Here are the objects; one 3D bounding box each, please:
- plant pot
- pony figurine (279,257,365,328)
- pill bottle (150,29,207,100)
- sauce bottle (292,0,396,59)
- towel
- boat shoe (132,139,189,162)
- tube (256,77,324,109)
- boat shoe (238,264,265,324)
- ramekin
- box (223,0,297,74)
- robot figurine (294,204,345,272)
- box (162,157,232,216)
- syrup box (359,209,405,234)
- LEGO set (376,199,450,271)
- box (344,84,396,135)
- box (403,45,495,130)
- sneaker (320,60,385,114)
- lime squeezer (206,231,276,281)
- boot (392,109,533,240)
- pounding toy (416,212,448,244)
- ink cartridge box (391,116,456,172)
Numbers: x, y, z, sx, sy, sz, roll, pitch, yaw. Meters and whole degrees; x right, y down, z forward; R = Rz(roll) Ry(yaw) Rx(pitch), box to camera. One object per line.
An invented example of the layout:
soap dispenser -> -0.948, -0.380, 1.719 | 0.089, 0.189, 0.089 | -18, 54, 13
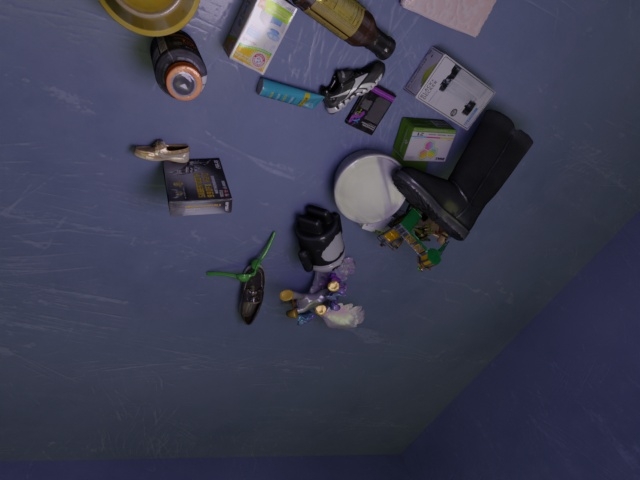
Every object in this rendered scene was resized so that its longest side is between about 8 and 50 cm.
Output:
plant pot -> -0.392, -0.596, 1.076 | 0.253, 0.239, 0.254 | -8, 116, -16
pony figurine -> 0.004, 0.231, 1.933 | 0.350, 0.303, 0.363 | -11, 173, -2
pill bottle -> -0.367, -0.450, 1.234 | 0.130, 0.246, 0.131 | -13, 132, -15
sauce bottle -> 0.079, -0.638, 1.377 | 0.344, 0.111, 0.111 | 21, 116, -37
towel -> 0.433, -0.821, 1.424 | 0.316, 0.053, 0.332 | 7, 124, -30
boat shoe -> -0.484, -0.278, 1.455 | 0.169, 0.063, 0.059 | -2, 126, -35
tube -> -0.095, -0.456, 1.488 | 0.206, 0.052, 0.080 | 7, 167, -29
boat shoe -> -0.276, 0.225, 1.938 | 0.102, 0.092, 0.286 | 2, 125, -23
ramekin -> 0.173, -0.206, 1.733 | 0.272, 0.127, 0.273 | -4, 120, -8
box -> -0.170, -0.584, 1.311 | 0.114, 0.103, 0.203 | 18, 118, -34
robot figurine -> 0.003, -0.001, 1.823 | 0.208, 0.174, 0.278 | -20, 132, -5
box -> -0.384, -0.170, 1.469 | 0.182, 0.231, 0.056 | -4, 132, -20
syrup box -> 0.259, -0.083, 1.926 | 0.236, 0.093, 0.096 | 15, 120, -33
LEGO set -> 0.373, -0.034, 1.809 | 0.254, 0.331, 0.192 | 39, 149, -9
box -> 0.170, -0.452, 1.626 | 0.116, 0.029, 0.162 | 16, 118, -33
box -> 0.451, -0.522, 1.655 | 0.289, 0.087, 0.169 | 19, 117, -35
sneaker -> 0.099, -0.508, 1.513 | 0.234, 0.078, 0.106 | -34, 136, 8
lime squeezer -> -0.278, 0.091, 1.835 | 0.310, 0.110, 0.059 | -32, 162, 3
boot -> 0.501, -0.280, 1.667 | 0.367, 0.146, 0.445 | 39, 86, -23
pounding toy -> 0.476, -0.078, 1.952 | 0.180, 0.206, 0.094 | 16, 119, -33
ink cartridge box -> 0.369, -0.319, 1.779 | 0.188, 0.097, 0.256 | -3, 127, -23
